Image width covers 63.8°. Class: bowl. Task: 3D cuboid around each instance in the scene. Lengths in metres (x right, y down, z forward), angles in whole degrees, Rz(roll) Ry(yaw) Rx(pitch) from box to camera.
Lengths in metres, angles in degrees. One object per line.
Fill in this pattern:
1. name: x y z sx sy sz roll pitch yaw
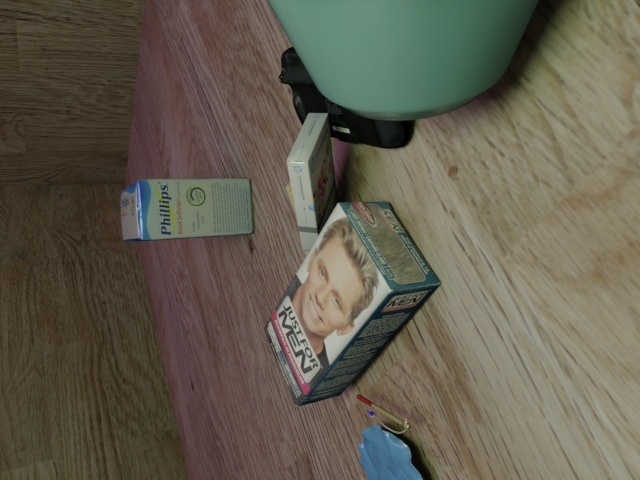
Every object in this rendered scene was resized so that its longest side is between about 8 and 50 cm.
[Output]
1. bowl: 0.095 -0.248 0.574 0.311 0.312 0.163 50 159 46

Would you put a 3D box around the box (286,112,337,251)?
1. box: -0.009 -0.096 0.861 0.145 0.038 0.186 -72 -20 -45

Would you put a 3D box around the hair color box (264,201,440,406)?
1. hair color box: 0.031 0.114 0.861 0.173 0.105 0.347 61 138 32

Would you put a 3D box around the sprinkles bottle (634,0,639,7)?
1. sprinkles bottle: 0.263 -0.288 0.399 0.121 0.121 0.355 -45 56 54

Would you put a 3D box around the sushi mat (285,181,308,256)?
1. sushi mat: 0.000 0.000 1.020 0.151 0.019 0.316 -44 57 53

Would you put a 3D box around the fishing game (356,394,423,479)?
1. fishing game: 0.126 0.387 0.835 0.189 0.041 0.263 7 109 61

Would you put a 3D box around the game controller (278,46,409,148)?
1. game controller: 0.030 -0.241 0.852 0.319 0.067 0.166 31 156 56

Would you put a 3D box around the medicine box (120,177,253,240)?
1. medicine box: -0.364 -0.078 1.377 0.264 0.290 0.148 -2 92 61
